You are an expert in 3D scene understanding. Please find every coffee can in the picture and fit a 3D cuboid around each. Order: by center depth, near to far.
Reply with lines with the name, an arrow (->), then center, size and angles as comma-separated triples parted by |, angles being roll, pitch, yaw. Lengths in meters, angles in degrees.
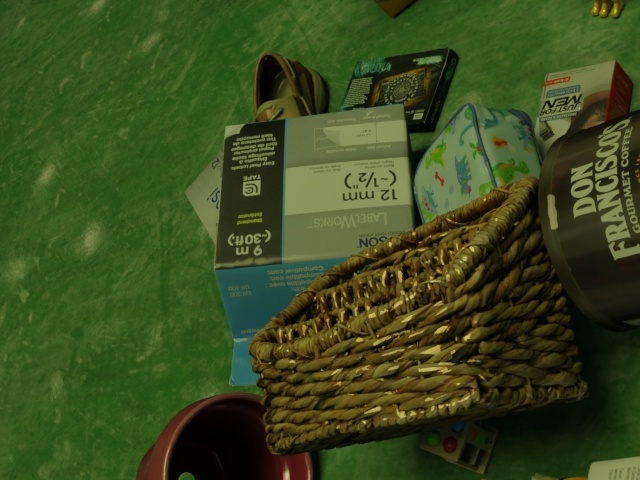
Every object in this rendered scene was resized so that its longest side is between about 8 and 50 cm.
coffee can -> 0.362, -0.042, 0.752 | 0.275, 0.201, 0.201 | -20, 52, 46

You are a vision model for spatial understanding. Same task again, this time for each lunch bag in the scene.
lunch bag -> 0.184, -0.032, 0.989 | 0.176, 0.090, 0.219 | 122, 145, -51

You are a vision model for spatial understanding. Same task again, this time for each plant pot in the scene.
plant pot -> -0.139, 0.301, 1.086 | 0.180, 0.201, 0.201 | -27, 46, 52

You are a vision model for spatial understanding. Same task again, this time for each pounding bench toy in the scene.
pounding bench toy -> 0.138, 0.212, 0.947 | 0.083, 0.065, 0.052 | 9, 72, 48

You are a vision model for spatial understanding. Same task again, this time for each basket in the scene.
basket -> 0.065, 0.075, 0.840 | 0.299, 0.213, 0.223 | -25, 69, 45

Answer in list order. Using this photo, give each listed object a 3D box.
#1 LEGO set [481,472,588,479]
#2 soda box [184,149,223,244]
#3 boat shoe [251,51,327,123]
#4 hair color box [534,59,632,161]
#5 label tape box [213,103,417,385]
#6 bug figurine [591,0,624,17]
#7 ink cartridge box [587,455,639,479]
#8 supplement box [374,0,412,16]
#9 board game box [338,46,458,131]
LEGO set -> 0.176, 0.265, 0.759 | 0.093, 0.087, 0.227 | 9, 35, 20
soda box -> -0.108, -0.019, 1.324 | 0.098, 0.091, 0.286 | -48, 41, 8
boat shoe -> -0.055, -0.166, 1.343 | 0.122, 0.120, 0.324 | -34, 45, 26
hair color box -> 0.299, -0.120, 1.010 | 0.093, 0.053, 0.167 | -4, 64, 44
label tape box -> 0.000, 0.000, 1.108 | 0.249, 0.115, 0.347 | -5, 55, 8
bug figurine -> 0.426, -0.408, 1.054 | 0.216, 0.072, 0.279 | 20, 80, 49
ink cartridge box -> 0.333, 0.252, 0.631 | 0.273, 0.114, 0.197 | -20, 22, 36
supplement box -> 0.056, -0.544, 1.290 | 0.194, 0.356, 0.195 | -34, 45, 26
board game box -> 0.108, -0.218, 1.286 | 0.186, 0.026, 0.126 | 5, 68, 47
